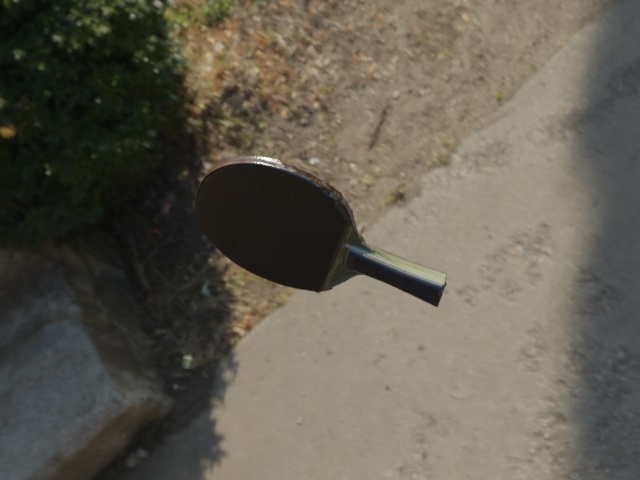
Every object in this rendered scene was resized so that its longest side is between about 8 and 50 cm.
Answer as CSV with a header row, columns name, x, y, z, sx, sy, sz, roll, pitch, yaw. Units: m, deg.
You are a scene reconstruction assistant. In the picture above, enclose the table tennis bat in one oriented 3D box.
name,x,y,z,sx,sy,sz,roll,pitch,yaw
table tennis bat,0.000,0.000,0.347,0.083,0.050,0.007,21,46,5
